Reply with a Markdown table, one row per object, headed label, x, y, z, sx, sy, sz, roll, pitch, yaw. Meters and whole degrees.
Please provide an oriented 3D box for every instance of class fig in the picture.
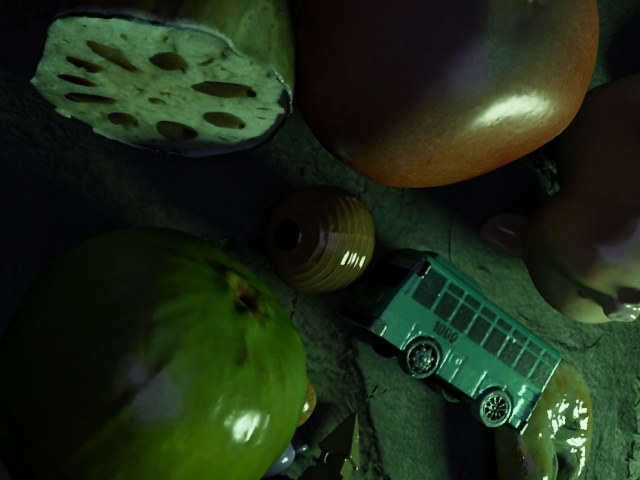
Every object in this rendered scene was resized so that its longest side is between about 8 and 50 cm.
| label | x | y | z | sx | sy | sz | roll | pitch | yaw |
| --- | --- | --- | --- | --- | --- | --- | --- | --- | --- |
| fig | -0.185 | 0.145 | 0.589 | 0.315 | 0.316 | 0.317 | 0 | 92 | -13 |

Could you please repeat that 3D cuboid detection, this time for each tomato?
| label | x | y | z | sx | sy | sz | roll | pitch | yaw |
| --- | --- | --- | --- | --- | --- | --- | --- | --- | --- |
| tomato | 0.134 | -0.227 | 0.645 | 0.341 | 0.273 | 0.342 | -1 | 92 | -13 |

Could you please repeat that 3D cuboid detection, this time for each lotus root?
| label | x | y | z | sx | sy | sz | roll | pitch | yaw |
| --- | --- | --- | --- | --- | --- | --- | --- | --- | --- |
| lotus root | -0.154 | -0.217 | 0.601 | 0.271 | 0.272 | 0.192 | 7 | 79 | -14 |

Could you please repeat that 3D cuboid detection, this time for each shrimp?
| label | x | y | z | sx | sy | sz | roll | pitch | yaw |
| --- | --- | --- | --- | --- | --- | --- | --- | --- | --- |
| shrimp | 0.323 | 0.320 | 0.812 | 0.168 | 0.077 | 0.318 | -3 | 90 | -16 |

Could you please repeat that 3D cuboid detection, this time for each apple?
| label | x | y | z | sx | sy | sz | roll | pitch | yaw |
| --- | --- | --- | --- | --- | --- | --- | --- | --- | --- |
| apple | -0.047 | 0.195 | 0.721 | 0.083 | 0.071 | 0.084 | 1 | 84 | -11 |

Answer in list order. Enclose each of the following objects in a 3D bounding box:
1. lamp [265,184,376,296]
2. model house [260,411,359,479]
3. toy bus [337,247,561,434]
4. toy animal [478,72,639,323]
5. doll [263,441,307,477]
| label | x | y | z | sx | sy | sz | roll | pitch | yaw |
| --- | --- | --- | --- | --- | --- | --- | --- | --- | --- |
| lamp | 0.000 | 0.000 | 0.692 | 0.136 | 0.136 | 0.137 | 0 | 92 | -13 |
| model house | 0.008 | 0.338 | 0.717 | 0.248 | 0.180 | 0.176 | -64 | 147 | -30 |
| toy bus | 0.165 | 0.121 | 0.740 | 0.256 | 0.128 | 0.147 | 36 | 82 | -14 |
| toy animal | 0.380 | -0.050 | 0.747 | 0.236 | 0.269 | 0.327 | 20 | 55 | -14 |
| doll | -0.116 | 0.269 | 0.689 | 0.205 | 0.110 | 0.067 | -12 | 76 | -6 |
